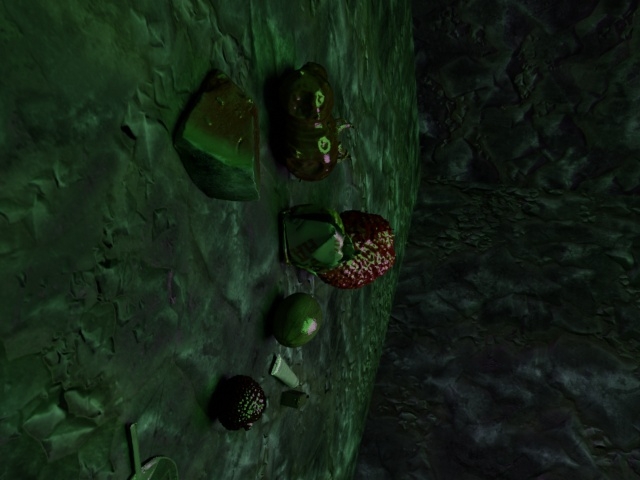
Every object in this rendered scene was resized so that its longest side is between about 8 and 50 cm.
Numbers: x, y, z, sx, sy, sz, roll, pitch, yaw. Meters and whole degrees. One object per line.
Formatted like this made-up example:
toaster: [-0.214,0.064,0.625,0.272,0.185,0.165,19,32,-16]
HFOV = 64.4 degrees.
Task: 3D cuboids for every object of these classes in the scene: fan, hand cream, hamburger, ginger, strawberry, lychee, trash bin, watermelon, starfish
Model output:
fan: [-0.331,0.483,0.986,0.223,0.012,0.294,28,72,-71]
hand cream: [-0.111,0.417,1.588,0.067,0.042,0.194,-64,150,-26]
hamburger: [0.003,0.001,1.460,0.125,0.235,0.214,-73,157,-55]
ginger: [-0.032,-0.308,1.368,0.274,0.152,0.357,-91,177,-55]
strawberry: [0.107,0.028,1.680,0.343,0.292,0.292,-21,118,-75]
lychee: [-0.190,0.387,1.215,0.129,0.123,0.123,-116,-169,-45]
trash bin: [-0.084,0.519,1.669,0.092,0.061,0.043,34,65,-72]
watermelon: [-0.179,-0.231,1.025,0.193,0.140,0.257,76,19,-65]
starfish: [0.067,-0.341,1.748,0.190,0.074,0.146,31,69,-70]

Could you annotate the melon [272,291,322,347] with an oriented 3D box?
melon: [-0.065,0.227,1.482,0.192,0.139,0.139,-58,150,-45]
